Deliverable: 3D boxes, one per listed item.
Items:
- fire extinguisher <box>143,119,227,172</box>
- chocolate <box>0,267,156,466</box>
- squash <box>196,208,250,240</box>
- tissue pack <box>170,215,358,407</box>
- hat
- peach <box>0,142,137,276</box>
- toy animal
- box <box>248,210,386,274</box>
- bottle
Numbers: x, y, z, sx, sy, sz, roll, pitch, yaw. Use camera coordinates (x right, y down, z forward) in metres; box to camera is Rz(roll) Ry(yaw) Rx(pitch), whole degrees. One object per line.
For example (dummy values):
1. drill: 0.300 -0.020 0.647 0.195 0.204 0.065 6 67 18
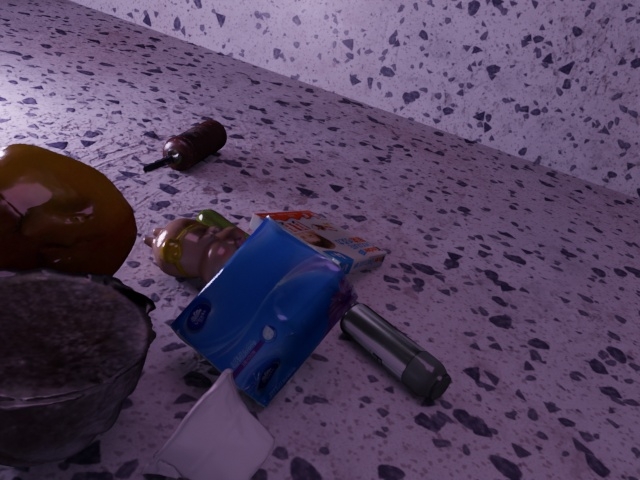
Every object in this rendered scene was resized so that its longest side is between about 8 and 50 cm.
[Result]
1. fire extinguisher: -0.408 -0.270 1.882 0.138 0.102 0.344 -10 20 23
2. chocolate: -0.388 0.196 0.878 0.303 0.213 0.303 11 28 -6
3. squash: -0.214 -0.008 1.515 0.229 0.066 0.066 31 31 27
4. tissue pack: -0.096 0.123 1.110 0.198 0.146 0.263 34 77 30
5. hat: -0.145 0.292 0.903 0.126 0.203 0.203 38 30 3
6. peach: -0.506 -0.017 1.102 0.372 0.290 0.372 18 5 -2
7. toy animal: -0.254 0.030 1.344 0.248 0.149 0.165 25 44 3
8. box: 0.000 0.000 1.576 0.265 0.048 0.273 29 16 23
9. bottle: 0.150 0.223 1.270 0.253 0.079 0.096 35 -5 35
